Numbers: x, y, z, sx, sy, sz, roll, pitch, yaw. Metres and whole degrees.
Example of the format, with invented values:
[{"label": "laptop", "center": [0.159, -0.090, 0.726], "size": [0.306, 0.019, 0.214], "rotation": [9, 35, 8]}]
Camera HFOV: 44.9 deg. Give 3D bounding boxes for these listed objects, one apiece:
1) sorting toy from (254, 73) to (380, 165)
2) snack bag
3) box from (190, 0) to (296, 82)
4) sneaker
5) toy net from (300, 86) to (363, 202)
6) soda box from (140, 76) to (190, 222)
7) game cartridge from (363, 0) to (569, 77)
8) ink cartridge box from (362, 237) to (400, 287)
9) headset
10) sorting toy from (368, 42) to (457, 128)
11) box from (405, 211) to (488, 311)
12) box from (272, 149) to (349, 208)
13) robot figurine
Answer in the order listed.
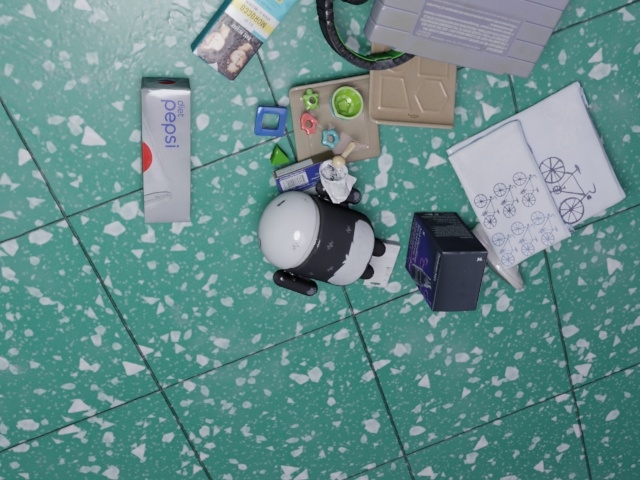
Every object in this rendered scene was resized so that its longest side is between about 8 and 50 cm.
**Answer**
[{"label": "sorting toy", "center": [0.031, -0.251, 1.638], "size": [0.348, 0.047, 0.195], "rotation": [-11, 122, -7]}, {"label": "snack bag", "center": [0.501, -0.143, 1.763], "size": [0.343, 0.037, 0.323], "rotation": [-28, 105, 2]}, {"label": "box", "center": [-0.138, -0.434, 1.498], "size": [0.101, 0.060, 0.244], "rotation": [34, 105, -25]}, {"label": "sneaker", "center": [0.443, 0.031, 1.860], "size": [0.094, 0.080, 0.212], "rotation": [-44, 116, -2]}, {"label": "toy net", "center": [0.023, -0.192, 1.554], "size": [0.122, 0.045, 0.232], "rotation": [1, 85, -21]}, {"label": "soda box", "center": [-0.312, -0.180, 1.569], "size": [0.098, 0.091, 0.286], "rotation": [-1, 116, -12]}, {"label": "game cartridge", "center": [0.276, -0.433, 1.425], "size": [0.355, 0.068, 0.230], "rotation": [8, 131, -22]}, {"label": "ink cartridge box", "center": [0.140, 0.053, 1.824], "size": [0.063, 0.029, 0.115], "rotation": [9, 115, -17]}, {"label": "headset", "center": [0.103, -0.524, 1.450], "size": [0.244, 0.185, 0.393], "rotation": [-12, 123, -18]}, {"label": "sorting toy", "center": [0.188, -0.335, 1.592], "size": [0.193, 0.038, 0.208], "rotation": [1, 90, -19]}, {"label": "box", "center": [0.280, 0.044, 1.749], "size": [0.108, 0.207, 0.153], "rotation": [0, 116, -13]}, {"label": "box", "center": [-0.010, -0.084, 1.698], "size": [0.137, 0.036, 0.225], "rotation": [-20, 133, -2]}, {"label": "robot figurine", "center": [0.000, -0.003, 1.636], "size": [0.278, 0.209, 0.174], "rotation": [18, 155, -33]}]
